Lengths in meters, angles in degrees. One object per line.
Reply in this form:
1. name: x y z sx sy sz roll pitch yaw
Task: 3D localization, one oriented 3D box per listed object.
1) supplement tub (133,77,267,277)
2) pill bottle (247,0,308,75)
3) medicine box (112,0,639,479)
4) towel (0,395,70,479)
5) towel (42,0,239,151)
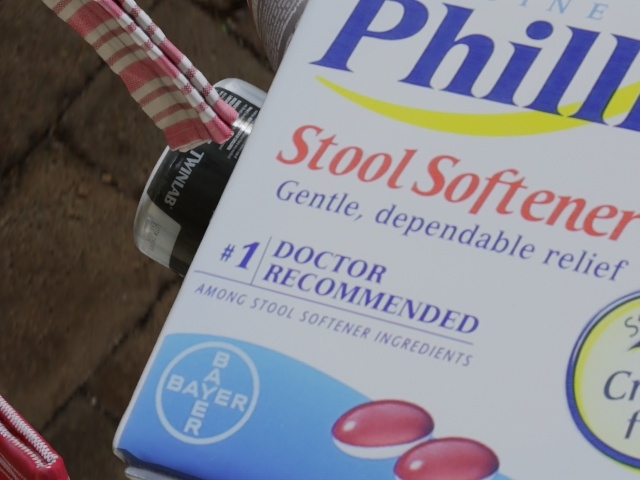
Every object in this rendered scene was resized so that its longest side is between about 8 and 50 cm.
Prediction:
1. supplement tub: 0.000 0.000 1.693 0.316 0.193 0.193 31 102 5
2. pill bottle: 0.055 -0.135 1.331 0.176 0.318 0.176 -7 127 -10
3. medicine box: 0.100 0.020 0.757 0.263 0.149 0.289 14 70 23
4. towel: -0.148 0.225 1.024 0.031 0.199 0.275 -19 108 -21
5. towel: -0.139 -0.137 1.206 0.029 0.144 0.197 -45 101 -11
